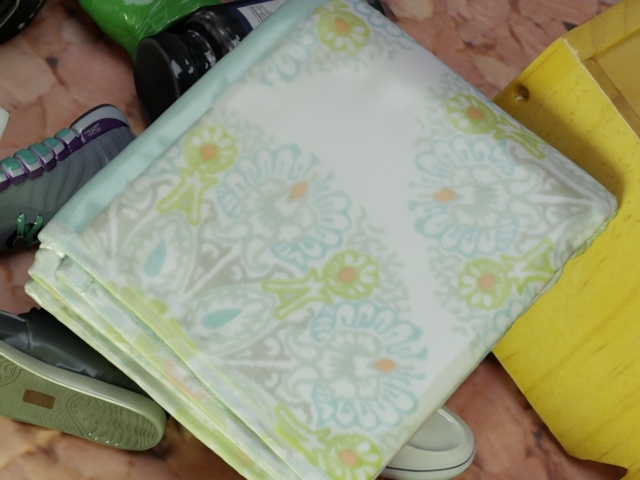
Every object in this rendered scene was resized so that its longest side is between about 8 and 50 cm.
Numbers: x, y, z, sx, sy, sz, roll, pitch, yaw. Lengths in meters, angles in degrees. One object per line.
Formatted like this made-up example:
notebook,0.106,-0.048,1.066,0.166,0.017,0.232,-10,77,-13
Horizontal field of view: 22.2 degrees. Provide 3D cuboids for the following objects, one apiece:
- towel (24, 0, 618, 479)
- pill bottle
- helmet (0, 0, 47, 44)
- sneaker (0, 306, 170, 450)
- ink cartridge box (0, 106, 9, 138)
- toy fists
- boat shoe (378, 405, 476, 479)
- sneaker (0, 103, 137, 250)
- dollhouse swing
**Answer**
towel,0.000,0.000,1.285,0.320,0.090,0.374,41,70,11
pill bottle,-0.052,-0.162,1.484,0.219,0.123,0.123,-17,64,-27
helmet,-0.298,-0.272,1.448,0.169,0.161,0.169,9,55,-13
sneaker,-0.218,0.079,1.303,0.222,0.083,0.118,24,45,-10
ink cartridge box,-0.392,-0.016,1.195,0.226,0.131,0.306,36,55,-32
toy fists,-0.113,-0.275,1.557,0.279,0.096,0.142,-32,70,-32
boat shoe,0.029,0.134,1.344,0.226,0.076,0.083,19,54,-6
sneaker,-0.221,-0.029,1.366,0.098,0.083,0.224,46,54,7
dollhouse swing,0.330,-0.022,1.444,0.347,0.315,0.305,53,40,9
